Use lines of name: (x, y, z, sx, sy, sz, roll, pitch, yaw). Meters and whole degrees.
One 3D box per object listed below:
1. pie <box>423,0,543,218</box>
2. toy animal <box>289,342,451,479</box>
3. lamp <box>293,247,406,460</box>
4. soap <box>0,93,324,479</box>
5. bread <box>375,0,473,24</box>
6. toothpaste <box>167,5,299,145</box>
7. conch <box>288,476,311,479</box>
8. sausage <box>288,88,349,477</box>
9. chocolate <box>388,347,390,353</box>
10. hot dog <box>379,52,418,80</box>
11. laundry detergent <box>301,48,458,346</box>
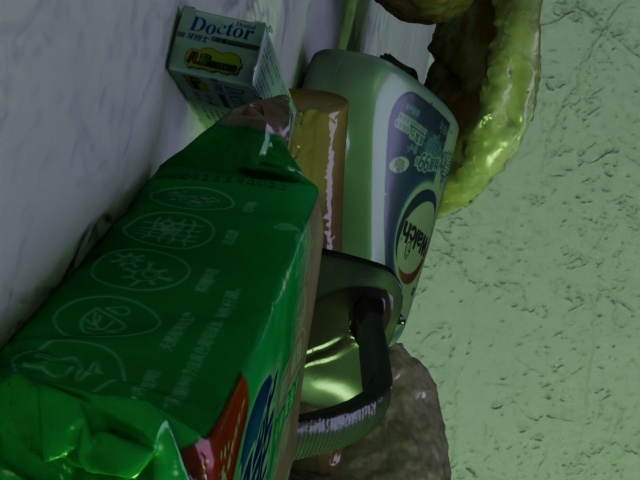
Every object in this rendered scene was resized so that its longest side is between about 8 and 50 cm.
pie: (0.160, -0.182, 1.350, 0.339, 0.077, 0.339, -166, -90, -83)
toy animal: (0.027, 0.286, 1.305, 0.358, 0.188, 0.226, -59, 171, -38)
lamp: (-0.033, 0.132, 0.836, 0.283, 0.124, 0.203, -56, 166, -69)
soap: (-0.063, 0.076, 0.540, 0.273, 0.098, 0.218, -70, 163, -68)
bread: (0.091, -0.306, 1.181, 0.230, 0.123, 0.230, 10, 90, -82)
toothpaste: (-0.041, -0.077, 0.697, 0.164, 0.046, 0.034, 65, 38, -80)
conch: (-0.032, 0.241, 0.968, 0.131, 0.200, 0.172, 61, -3, -14)
sausage: (-0.010, 0.037, 0.968, 0.066, 0.065, 0.301, -64, 156, -69)
chocolate: (0.018, 0.083, 1.279, 0.248, 0.110, 0.110, -65, 164, -67)
hot dog: (0.053, -0.078, 1.432, 0.163, 0.081, 0.270, -77, 175, -49)
laundry detergent: (0.018, 0.002, 1.095, 0.215, 0.105, 0.281, 31, 75, -63)
